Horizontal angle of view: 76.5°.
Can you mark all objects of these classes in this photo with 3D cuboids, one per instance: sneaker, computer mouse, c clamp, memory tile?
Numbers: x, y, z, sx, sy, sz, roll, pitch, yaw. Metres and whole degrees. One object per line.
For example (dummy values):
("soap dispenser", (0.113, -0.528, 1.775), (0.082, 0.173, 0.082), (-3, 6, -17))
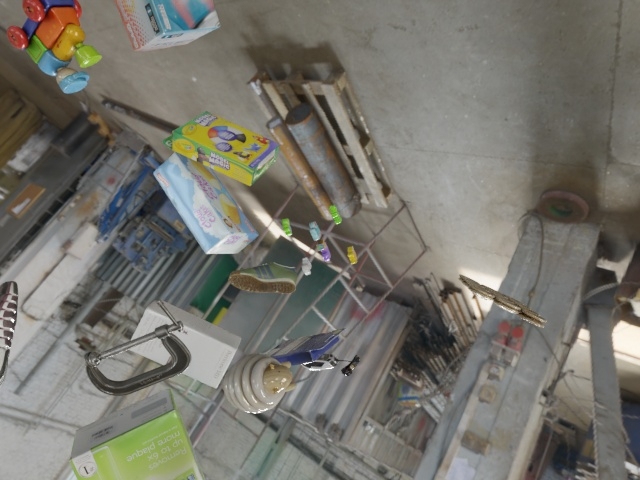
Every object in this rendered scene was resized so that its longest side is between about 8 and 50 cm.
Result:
("sneaker", (-0.794, 0.204, 0.918), (0.163, 0.281, 0.106), (8, 132, -32))
("computer mouse", (0.019, 0.374, 1.237), (0.193, 0.042, 0.106), (3, -170, 17))
("sneaker", (-0.158, 0.100, 1.168), (0.192, 0.086, 0.064), (6, 128, 6))
("c clamp", (-0.257, 0.157, 0.568), (0.137, 0.161, 0.022), (64, 180, -37))
("memory tile", (0.271, 0.088, 0.622), (0.113, 0.012, 0.148), (25, -173, 10))

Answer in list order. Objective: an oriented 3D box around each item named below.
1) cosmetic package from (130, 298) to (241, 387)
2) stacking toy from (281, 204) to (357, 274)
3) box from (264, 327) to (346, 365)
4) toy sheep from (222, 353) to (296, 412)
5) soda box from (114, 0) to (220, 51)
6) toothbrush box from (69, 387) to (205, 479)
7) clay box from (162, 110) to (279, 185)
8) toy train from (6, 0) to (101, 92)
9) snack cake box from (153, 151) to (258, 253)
("cosmetic package", (-0.325, 0.248, 0.986), (0.231, 0.117, 0.085), (27, -174, -6))
("stacking toy", (0.000, 0.000, 1.208), (0.167, 0.052, 0.221), (-15, 125, 14))
("box", (-0.046, 0.293, 1.092), (0.226, 0.136, 0.036), (-22, 90, 34))
("toy sheep", (-0.095, 0.208, 0.595), (0.132, 0.091, 0.091), (-27, 125, 30))
("soda box", (-0.148, -0.257, 0.324), (0.063, 0.058, 0.183), (6, 121, 44))
("toothbrush box", (-0.379, 0.510, 0.887), (0.122, 0.207, 0.282), (14, 120, 63))
("clay box", (-0.218, -0.211, 0.890), (0.222, 0.127, 0.053), (26, 132, 5))
("toy train", (-0.493, -0.415, 0.806), (0.248, 0.105, 0.143), (-24, 107, 33))
("snack cake box", (-0.296, -0.092, 1.063), (0.264, 0.089, 0.152), (53, -168, 12))
